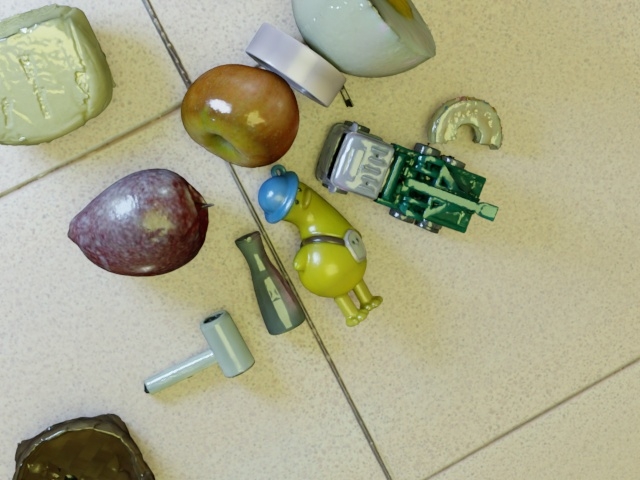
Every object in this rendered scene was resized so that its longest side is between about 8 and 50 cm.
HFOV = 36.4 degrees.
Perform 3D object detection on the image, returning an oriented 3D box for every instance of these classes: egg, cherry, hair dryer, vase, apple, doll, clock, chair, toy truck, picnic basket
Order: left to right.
[{"bbox_3d":[-0.463,0.532,1.906,0.293,0.337,0.337,-17,104,-9],"label":"picnic basket"},{"bbox_3d":[-0.341,-0.030,1.874,0.300,0.230,0.203,-12,90,5],"label":"cherry"},{"bbox_3d":[-0.270,0.251,2.033,0.236,0.073,0.131,-26,103,3],"label":"hair dryer"},{"bbox_3d":[-0.151,-0.248,1.881,0.235,0.210,0.173,25,71,7],"label":"apple"},{"bbox_3d":[-0.110,0.086,2.022,0.086,0.086,0.214,-25,100,-7],"label":"vase"},{"bbox_3d":[-0.048,-0.340,1.890,0.197,0.197,0.068,34,93,-16],"label":"clock"},{"bbox_3d":[0.000,0.000,2.011,0.199,0.145,0.363,-38,99,-44],"label":"doll"},{"bbox_3d":[0.033,-0.306,1.997,0.042,0.037,0.086,-28,101,-18],"label":"chair"},{"bbox_3d":[0.063,-0.426,1.868,0.201,0.337,0.337,-37,108,26],"label":"egg"},{"bbox_3d":[0.179,-0.124,1.995,0.363,0.178,0.176,19,96,-12],"label":"toy truck"}]

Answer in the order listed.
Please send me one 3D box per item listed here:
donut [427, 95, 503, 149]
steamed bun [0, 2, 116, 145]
[{"bbox_3d":[0.305,-0.251,2.052,0.166,0.065,0.108,4,99,-12],"label":"donut"},{"bbox_3d":[-0.532,-0.306,1.812,0.273,0.166,0.232,-24,117,-1],"label":"steamed bun"}]
